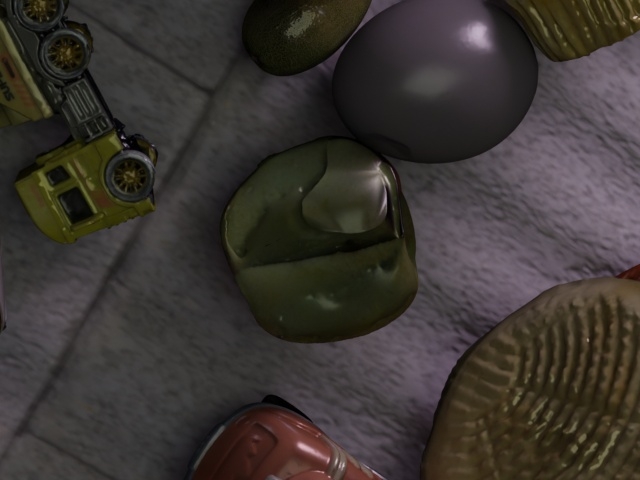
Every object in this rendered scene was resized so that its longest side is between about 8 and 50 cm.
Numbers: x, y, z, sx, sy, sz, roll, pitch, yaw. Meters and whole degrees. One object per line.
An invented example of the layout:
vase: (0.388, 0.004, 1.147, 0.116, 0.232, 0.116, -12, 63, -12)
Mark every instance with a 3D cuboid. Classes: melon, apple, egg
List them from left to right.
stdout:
melon: (-0.010, -0.235, 1.918, 0.162, 0.099, 0.099, -43, 108, -17)
apple: (0.000, 0.000, 1.904, 0.188, 0.174, 0.207, -14, 106, 5)
egg: (0.116, -0.165, 1.929, 0.232, 0.176, 0.176, -17, 101, -39)

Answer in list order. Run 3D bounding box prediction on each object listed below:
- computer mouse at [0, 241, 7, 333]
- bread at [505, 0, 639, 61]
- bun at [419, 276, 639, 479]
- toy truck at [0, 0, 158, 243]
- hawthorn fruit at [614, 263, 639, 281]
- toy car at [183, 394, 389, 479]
computer mouse: (-0.354, -0.017, 1.771, 0.056, 0.126, 0.245, -27, 120, -56)
bread: (0.283, -0.289, 1.967, 0.133, 0.179, 0.250, 65, 27, -17)
bun: (0.288, 0.229, 1.937, 0.202, 0.364, 0.364, 37, 79, -39)
toy truck: (-0.272, -0.126, 1.803, 0.157, 0.124, 0.272, -27, 102, 1)
hawthorn fruit: (0.366, 0.087, 2.097, 0.149, 0.189, 0.149, -36, 131, -56)
toy car: (-0.004, 0.290, 1.898, 0.270, 0.212, 0.180, 40, 78, -21)
